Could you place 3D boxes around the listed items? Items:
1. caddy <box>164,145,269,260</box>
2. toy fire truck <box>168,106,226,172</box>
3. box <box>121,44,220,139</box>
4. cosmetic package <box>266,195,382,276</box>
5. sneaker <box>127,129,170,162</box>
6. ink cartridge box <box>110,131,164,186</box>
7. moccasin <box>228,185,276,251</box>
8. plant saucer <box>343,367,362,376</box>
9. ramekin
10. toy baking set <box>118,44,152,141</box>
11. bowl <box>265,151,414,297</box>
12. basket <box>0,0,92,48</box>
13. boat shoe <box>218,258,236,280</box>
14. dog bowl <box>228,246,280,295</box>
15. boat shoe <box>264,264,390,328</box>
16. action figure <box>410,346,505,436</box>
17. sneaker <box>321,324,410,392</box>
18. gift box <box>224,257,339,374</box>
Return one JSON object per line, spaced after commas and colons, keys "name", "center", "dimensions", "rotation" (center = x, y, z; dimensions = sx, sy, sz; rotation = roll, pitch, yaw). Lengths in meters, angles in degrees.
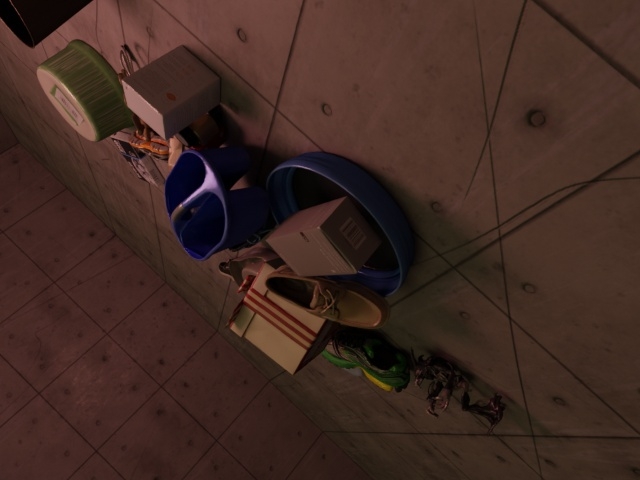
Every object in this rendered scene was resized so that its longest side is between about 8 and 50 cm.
{"name": "caddy", "center": [-0.283, -0.089, 1.157], "dimensions": [0.341, 0.179, 0.241], "rotation": [-34, 80, 52]}
{"name": "toy fire truck", "center": [-0.360, -0.272, 1.235], "dimensions": [0.217, 0.158, 0.246], "rotation": [35, 164, 18]}
{"name": "box", "center": [-0.334, -0.337, 1.052], "dimensions": [0.130, 0.170, 0.091], "rotation": [42, 154, 7]}
{"name": "cosmetic package", "center": [0.000, 0.000, 0.973], "dimensions": [0.127, 0.107, 0.238], "rotation": [49, 151, -15]}
{"name": "sneaker", "center": [-0.549, -0.305, 1.514], "dimensions": [0.215, 0.084, 0.083], "rotation": [28, 154, 29]}
{"name": "ink cartridge box", "center": [-0.711, -0.317, 1.768], "dimensions": [0.208, 0.045, 0.206], "rotation": [23, 147, 39]}
{"name": "moccasin", "center": [-0.207, -0.037, 1.371], "dimensions": [0.138, 0.117, 0.342], "rotation": [42, 154, 6]}
{"name": "plant saucer", "center": [0.087, 0.424, 1.717], "dimensions": [0.195, 0.037, 0.194], "rotation": [34, 153, 20]}
{"name": "ramekin", "center": [-0.755, -0.467, 1.491], "dimensions": [0.304, 0.148, 0.303], "rotation": [34, 152, 21]}
{"name": "toy baking set", "center": [-0.491, -0.395, 1.233], "dimensions": [0.196, 0.030, 0.256], "rotation": [90, 165, -55]}
{"name": "bowl", "center": [0.043, -0.032, 1.067], "dimensions": [0.391, 0.077, 0.391], "rotation": [34, 152, 21]}
{"name": "basket", "center": [-0.616, -0.581, 1.035], "dimensions": [0.154, 0.227, 0.204], "rotation": [14, 141, 46]}
{"name": "boat shoe", "center": [-0.345, 0.108, 1.858], "dimensions": [0.233, 0.084, 0.079], "rotation": [13, 102, 58]}
{"name": "dog bowl", "center": [-0.162, 0.168, 1.626], "dimensions": [0.349, 0.102, 0.348], "rotation": [34, 153, 20]}
{"name": "boat shoe", "center": [0.011, 0.137, 1.083], "dimensions": [0.303, 0.098, 0.109], "rotation": [20, 104, 18]}
{"name": "action figure", "center": [0.334, 0.398, 1.214], "dimensions": [0.276, 0.140, 0.164], "rotation": [30, 162, 24]}
{"name": "sneaker", "center": [0.127, 0.332, 1.452], "dimensions": [0.344, 0.134, 0.146], "rotation": [21, 140, 23]}
{"name": "gift box", "center": [-0.095, 0.202, 1.297], "dimensions": [0.258, 0.276, 0.255], "rotation": [35, -168, 16]}
